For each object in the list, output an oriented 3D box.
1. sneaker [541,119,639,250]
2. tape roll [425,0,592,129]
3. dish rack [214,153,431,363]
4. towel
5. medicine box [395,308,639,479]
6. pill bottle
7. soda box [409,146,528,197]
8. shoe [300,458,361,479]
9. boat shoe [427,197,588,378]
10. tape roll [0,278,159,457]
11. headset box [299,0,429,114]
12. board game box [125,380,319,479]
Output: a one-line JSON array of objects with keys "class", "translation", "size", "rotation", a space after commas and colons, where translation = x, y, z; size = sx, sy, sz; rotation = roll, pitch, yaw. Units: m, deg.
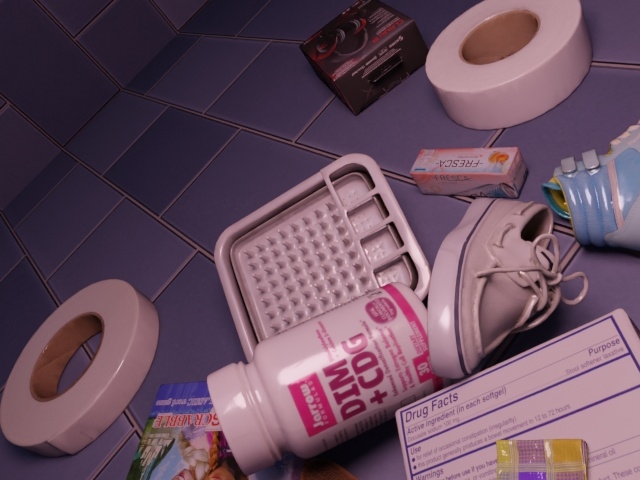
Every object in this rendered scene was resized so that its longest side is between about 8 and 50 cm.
[{"class": "sneaker", "translation": [0.421, -0.123, 0.780], "size": [0.208, 0.127, 0.319], "rotation": [1, 54, 38]}, {"class": "tape roll", "translation": [0.346, -0.342, 1.061], "size": [0.286, 0.100, 0.286], "rotation": [-22, 42, 22]}, {"class": "dish rack", "translation": [-0.001, 0.044, 0.949], "size": [0.333, 0.072, 0.285], "rotation": [-29, 65, 14]}, {"class": "towel", "translation": [0.189, 0.200, 0.492], "size": [0.083, 0.009, 0.060], "rotation": [-16, 49, 40]}, {"class": "medicine box", "translation": [0.236, 0.258, 0.527], "size": [0.263, 0.149, 0.289], "rotation": [-33, 39, 25]}, {"class": "pill bottle", "translation": [0.010, 0.178, 0.741], "size": [0.283, 0.160, 0.160], "rotation": [-23, 39, -9]}, {"class": "soda box", "translation": [0.246, -0.114, 0.960], "size": [0.183, 0.063, 0.058], "rotation": [7, 59, 43]}, {"class": "shoe", "translation": [0.062, 0.346, 0.696], "size": [0.076, 0.058, 0.219], "rotation": [-27, 34, -35]}, {"class": "boat shoe", "translation": [0.244, 0.044, 0.706], "size": [0.156, 0.136, 0.367], "rotation": [-1, 22, 28]}, {"class": "tape roll", "translation": [-0.515, 0.261, 1.219], "size": [0.392, 0.072, 0.392], "rotation": [-22, 42, 21]}, {"class": "headset box", "translation": [0.103, -0.437, 1.335], "size": [0.218, 0.110, 0.293], "rotation": [-36, 39, 5]}, {"class": "board game box", "translation": [-0.158, 0.362, 0.841], "size": [0.318, 0.066, 0.318], "rotation": [-13, 47, 29]}]
